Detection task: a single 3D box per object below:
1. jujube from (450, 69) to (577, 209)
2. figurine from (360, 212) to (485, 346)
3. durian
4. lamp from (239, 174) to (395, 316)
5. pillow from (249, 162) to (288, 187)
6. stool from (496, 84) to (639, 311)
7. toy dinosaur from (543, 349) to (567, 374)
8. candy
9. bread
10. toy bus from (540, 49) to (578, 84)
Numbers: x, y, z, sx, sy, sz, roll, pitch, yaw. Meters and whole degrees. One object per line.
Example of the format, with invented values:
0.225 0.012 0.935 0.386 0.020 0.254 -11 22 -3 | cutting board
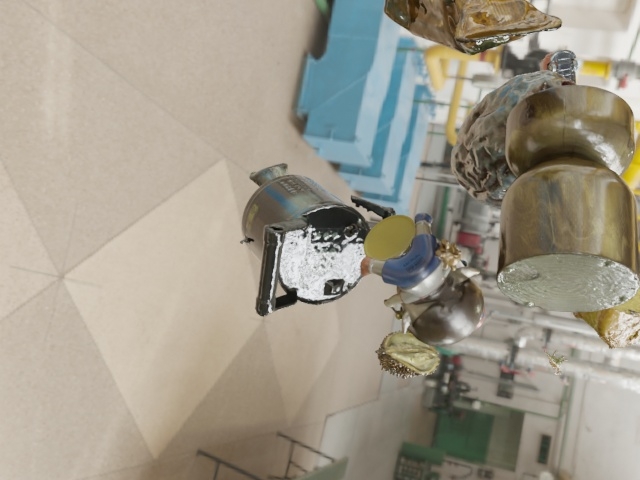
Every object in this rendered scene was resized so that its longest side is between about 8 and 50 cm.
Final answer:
0.360 -0.164 1.274 0.317 0.226 0.226 132 -27 -74 | jujube
0.183 0.080 1.194 0.275 0.161 0.158 54 2 -36 | figurine
0.158 0.232 1.402 0.071 0.140 0.110 -68 -149 30 | durian
-0.043 -0.008 1.420 0.374 0.272 0.205 -11 116 -43 | lamp
-0.097 -0.122 1.613 0.055 0.091 0.135 42 16 -52 | pillow
0.337 -0.054 0.985 0.179 0.179 0.264 71 27 -59 | stool
0.553 0.279 1.694 0.041 0.026 0.113 -47 131 -13 | toy dinosaur
0.194 -0.315 0.991 0.271 0.143 0.101 49 -25 51 | candy
0.688 0.163 1.669 0.261 0.160 0.147 -6 133 -37 | bread
0.590 -0.381 1.788 0.077 0.079 0.174 -149 -131 -73 | toy bus
